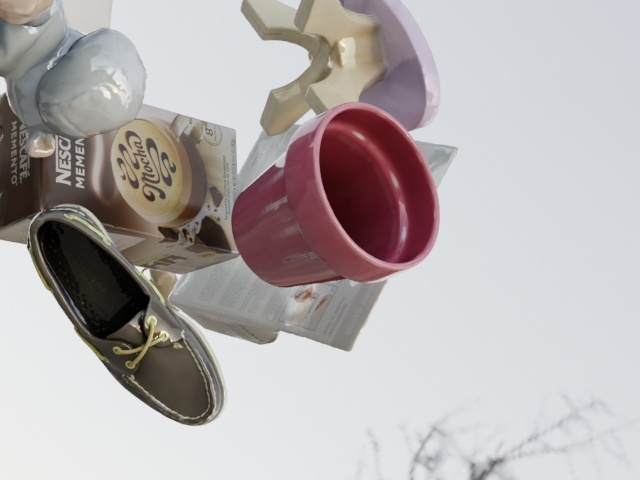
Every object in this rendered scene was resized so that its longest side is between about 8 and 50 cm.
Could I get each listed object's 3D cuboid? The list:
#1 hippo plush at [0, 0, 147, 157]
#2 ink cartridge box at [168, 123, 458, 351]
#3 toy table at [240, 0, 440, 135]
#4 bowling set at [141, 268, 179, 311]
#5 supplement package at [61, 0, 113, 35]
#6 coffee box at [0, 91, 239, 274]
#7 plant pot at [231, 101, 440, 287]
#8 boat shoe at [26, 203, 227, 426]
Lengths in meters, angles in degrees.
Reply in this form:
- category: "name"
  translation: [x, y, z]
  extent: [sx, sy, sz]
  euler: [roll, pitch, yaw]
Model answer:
- category: "hippo plush"
  translation: [-0.313, -0.186, 1.489]
  extent: [0.294, 0.234, 0.236]
  euler: [7, -45, 45]
- category: "ink cartridge box"
  translation: [0.000, 0.000, 1.968]
  extent: [0.385, 0.308, 0.091]
  euler: [12, -22, 47]
- category: "toy table"
  translation: [0.020, -0.250, 1.980]
  extent: [0.274, 0.161, 0.252]
  euler: [45, -43, 38]
- category: "bowling set"
  translation: [-0.231, -0.019, 2.449]
  extent: [0.200, 0.287, 0.154]
  euler: [32, 32, -52]
- category: "supplement package"
  translation: [-0.349, -0.290, 1.746]
  extent: [0.179, 0.105, 0.105]
  euler: [13, -20, -31]
- category: "coffee box"
  translation: [-0.242, -0.070, 1.726]
  extent: [0.119, 0.168, 0.297]
  euler: [-18, -21, 42]
- category: "plant pot"
  translation: [0.005, -0.033, 1.661]
  extent: [0.180, 0.201, 0.201]
  euler: [-26, -61, 40]
- category: "boat shoe"
  translation: [-0.164, 0.068, 1.219]
  extent: [0.227, 0.081, 0.068]
  euler: [50, 3, -2]
